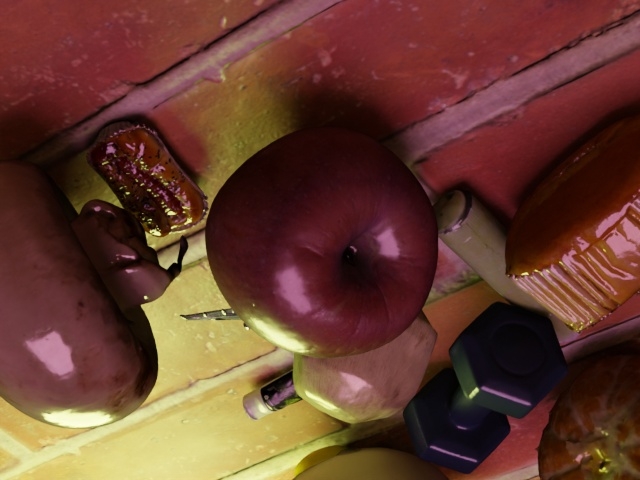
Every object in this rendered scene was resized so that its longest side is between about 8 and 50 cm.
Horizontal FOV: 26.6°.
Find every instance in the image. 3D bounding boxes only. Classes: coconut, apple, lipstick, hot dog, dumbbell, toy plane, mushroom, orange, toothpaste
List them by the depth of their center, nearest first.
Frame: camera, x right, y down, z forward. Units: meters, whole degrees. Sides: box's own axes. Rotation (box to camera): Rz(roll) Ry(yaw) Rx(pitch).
[{"bbox_3d":[0.000,0.000,1.663,0.306,0.306,0.235,42,166,-35],"label":"apple"},{"bbox_3d":[-0.310,0.050,1.683,0.294,0.362,0.362,-30,134,-2],"label":"mushroom"},{"bbox_3d":[-0.223,-0.077,1.738,0.108,0.059,0.191,-21,131,17],"label":"hot dog"},{"bbox_3d":[0.256,0.037,1.838,0.076,0.076,0.304,-28,131,28],"label":"lipstick"},{"bbox_3d":[0.057,0.139,1.875,0.224,0.224,0.224,1,138,1],"label":"coconut"},{"bbox_3d":[-0.081,0.083,1.907,0.226,0.058,0.226,-23,134,2],"label":"toy plane"},{"bbox_3d":[0.229,0.217,1.934,0.160,0.144,0.325,17,151,-4],"label":"dumbbell"},{"bbox_3d":[0.474,0.324,1.965,0.249,0.329,0.329,23,134,-36],"label":"orange"},{"bbox_3d":[-0.032,0.216,2.067,0.193,0.045,0.071,-27,131,20],"label":"toothpaste"}]

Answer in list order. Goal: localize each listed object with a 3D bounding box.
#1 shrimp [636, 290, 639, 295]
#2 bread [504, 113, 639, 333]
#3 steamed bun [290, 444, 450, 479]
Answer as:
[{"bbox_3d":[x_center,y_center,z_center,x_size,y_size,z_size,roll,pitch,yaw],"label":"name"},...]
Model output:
[{"bbox_3d":[0.411,0.072,1.900,0.114,0.023,0.083,23,120,-18],"label":"shrimp"},{"bbox_3d":[0.358,-0.034,1.685,0.156,0.204,0.288,40,124,-13],"label":"bread"},{"bbox_3d":[0.084,0.481,2.140,0.334,0.334,0.374,-23,162,24],"label":"steamed bun"}]
